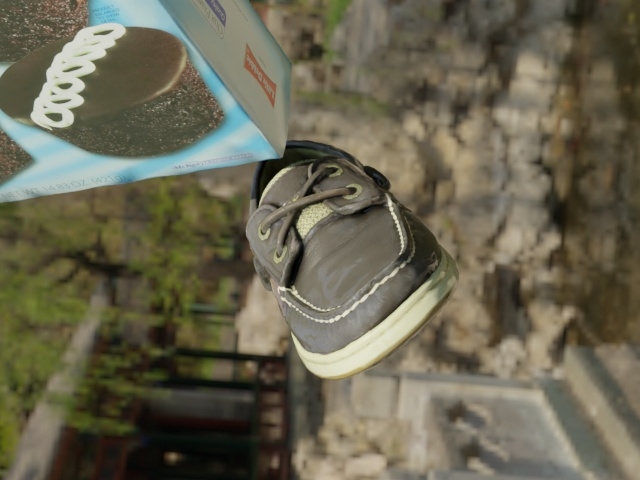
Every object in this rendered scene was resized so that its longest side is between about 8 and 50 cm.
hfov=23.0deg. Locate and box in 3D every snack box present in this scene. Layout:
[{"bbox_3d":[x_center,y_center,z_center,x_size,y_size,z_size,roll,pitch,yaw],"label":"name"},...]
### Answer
[{"bbox_3d":[-0.196,-0.083,0.680,0.187,0.322,0.060,52,-143,-51],"label":"snack box"}]

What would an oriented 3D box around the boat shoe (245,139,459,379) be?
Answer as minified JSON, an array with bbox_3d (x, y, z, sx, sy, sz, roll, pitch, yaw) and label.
[{"bbox_3d":[0.001,-0.001,0.712,0.073,0.080,0.223,51,-178,-13],"label":"boat shoe"}]
